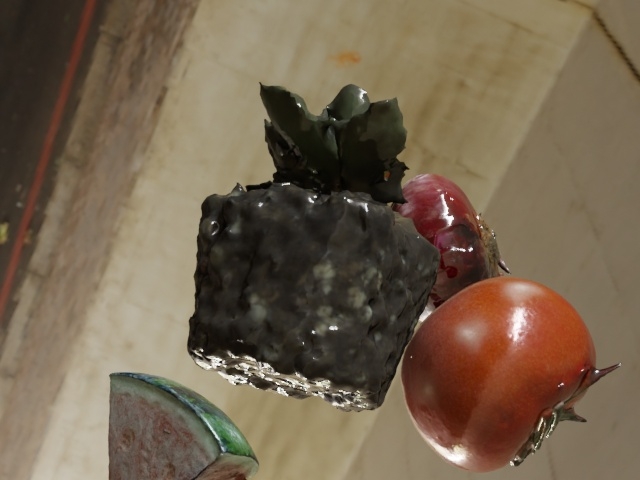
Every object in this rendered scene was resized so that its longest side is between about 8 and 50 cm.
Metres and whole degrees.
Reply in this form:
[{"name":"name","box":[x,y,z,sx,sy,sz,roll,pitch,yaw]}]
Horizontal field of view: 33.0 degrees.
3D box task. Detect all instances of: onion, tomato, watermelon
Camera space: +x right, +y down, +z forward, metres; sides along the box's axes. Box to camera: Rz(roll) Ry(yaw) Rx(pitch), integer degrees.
[{"name":"onion","box":[0.213,0.048,2.122,0.347,0.285,0.348,-18,90,-75]},{"name":"tomato","box":[0.227,0.171,1.384,0.256,0.224,0.256,-35,160,-14]},{"name":"watermelon","box":[-0.274,0.374,1.933,0.250,0.292,0.283,65,3,35]}]

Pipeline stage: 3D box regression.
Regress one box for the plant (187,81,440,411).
[{"name":"plant","box":[0.000,0.000,1.070,0.213,0.215,0.312,42,56,-55]}]
